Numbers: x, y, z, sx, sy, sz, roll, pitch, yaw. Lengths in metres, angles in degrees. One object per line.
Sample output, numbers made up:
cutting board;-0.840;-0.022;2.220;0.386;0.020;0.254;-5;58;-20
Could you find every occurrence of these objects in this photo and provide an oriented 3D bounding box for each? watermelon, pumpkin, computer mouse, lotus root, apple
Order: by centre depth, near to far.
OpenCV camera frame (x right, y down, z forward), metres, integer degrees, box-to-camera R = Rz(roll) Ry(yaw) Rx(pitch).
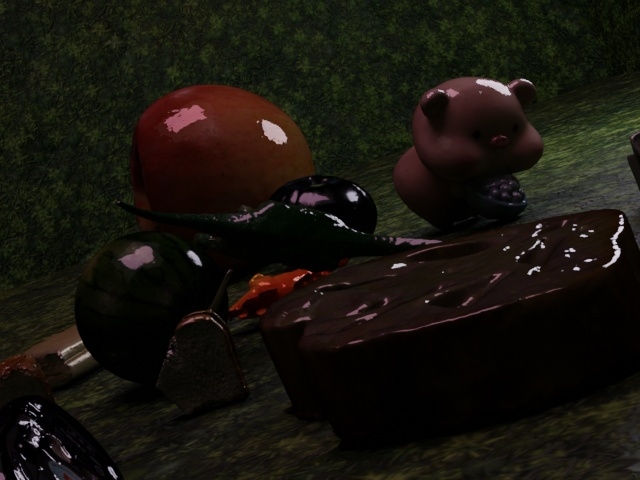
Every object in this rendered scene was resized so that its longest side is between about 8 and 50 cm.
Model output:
computer mouse;-0.201;0.193;0.820;0.096;0.137;0.233;-38;10;-2
lotus root;0.133;0.063;1.057;0.375;0.111;0.390;-20;8;-27
watermelon;-0.194;0.083;1.404;0.214;0.188;0.188;14;28;41
pumpkin;-0.001;-0.036;1.997;0.202;0.140;0.202;-4;13;1
apple;-0.181;-0.112;2.181;0.364;0.364;0.364;-18;7;2

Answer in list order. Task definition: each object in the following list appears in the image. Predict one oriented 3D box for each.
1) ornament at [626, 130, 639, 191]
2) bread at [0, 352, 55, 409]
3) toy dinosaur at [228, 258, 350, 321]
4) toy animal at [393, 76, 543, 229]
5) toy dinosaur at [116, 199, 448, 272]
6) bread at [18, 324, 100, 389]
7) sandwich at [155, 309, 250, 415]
ornament;0.463;-0.103;1.433;0.130;0.120;0.285;-22;7;-17
bread;-0.366;0.186;1.432;0.076;0.083;0.070;-22;16;1
toy dinosaur;-0.062;0.077;1.593;0.288;0.070;0.117;-27;11;-26
toy animal;0.228;-0.139;1.852;0.210;0.229;0.221;-15;3;-27
toy dinosaur;0.000;0.000;1.425;0.447;0.087;0.301;6;0;-37
bread;-0.363;0.164;1.683;0.139;0.060;0.178;-15;8;25
sandwich;-0.130;0.127;1.220;0.093;0.105;0.036;-15;7;-1
